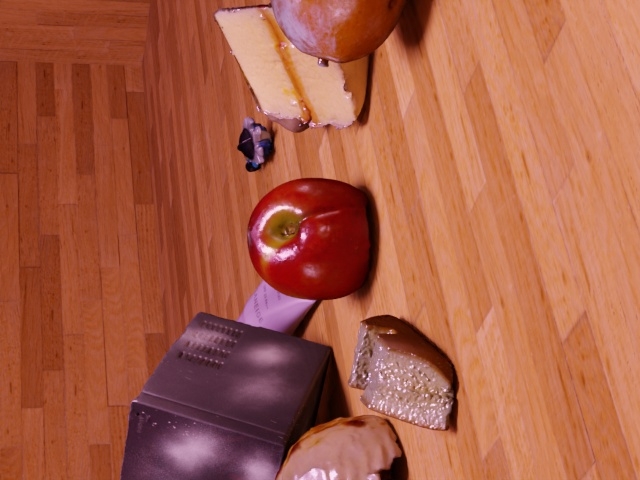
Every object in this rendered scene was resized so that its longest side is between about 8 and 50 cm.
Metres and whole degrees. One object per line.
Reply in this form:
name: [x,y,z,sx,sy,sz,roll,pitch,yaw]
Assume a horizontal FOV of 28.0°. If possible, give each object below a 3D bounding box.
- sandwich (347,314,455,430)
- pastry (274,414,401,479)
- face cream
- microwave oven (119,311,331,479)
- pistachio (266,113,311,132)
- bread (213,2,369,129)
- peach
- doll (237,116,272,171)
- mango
sandwich: [0.091,0.157,1.608,0.244,0.088,0.090,-133,49,-70]
pastry: [0.008,0.358,1.774,0.237,0.170,0.256,-114,33,-53]
face cream: [-0.065,0.103,2.245,0.274,0.096,0.154,126,147,-45]
microwave oven: [-0.161,0.383,2.042,0.374,0.236,0.432,-58,-18,-64]
pistachio: [-0.042,-0.284,2.077,0.136,0.135,0.226,128,145,-67]
bread: [-0.045,-0.255,1.894,0.240,0.135,0.178,8,98,45]
peach: [0.000,0.000,1.893,0.190,0.226,0.196,43,102,27]
doll: [-0.131,-0.187,2.513,0.195,0.070,0.096,122,131,-76]
mango: [0.036,-0.413,1.639,0.221,0.199,0.384,-135,59,-80]
